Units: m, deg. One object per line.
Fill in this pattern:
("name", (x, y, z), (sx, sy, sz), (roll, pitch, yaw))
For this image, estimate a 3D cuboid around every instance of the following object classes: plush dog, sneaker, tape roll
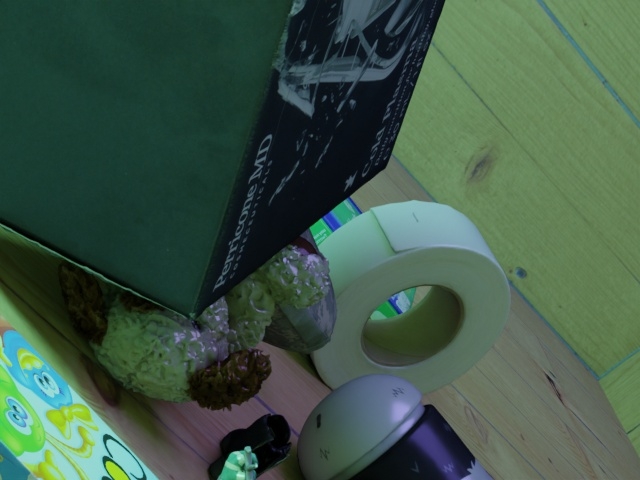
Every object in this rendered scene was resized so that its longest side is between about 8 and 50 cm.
("plush dog", (-0.148, 0.077, 1.704), (0.262, 0.210, 0.225), (24, 27, 4))
("sneaker", (-0.062, 0.210, 1.741), (0.051, 0.089, 0.170), (51, 12, -2))
("tape roll", (0.108, 0.084, 2.295), (0.286, 0.286, 0.100), (41, 16, -42))

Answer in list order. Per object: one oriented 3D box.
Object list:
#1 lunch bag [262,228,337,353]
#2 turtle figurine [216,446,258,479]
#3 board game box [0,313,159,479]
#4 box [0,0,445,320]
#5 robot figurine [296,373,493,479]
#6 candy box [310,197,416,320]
("lunch bag", (-0.098, -0.011, 1.988), (0.287, 0.169, 0.235), (58, -2, 29))
("turtle figurine", (-0.057, 0.274, 1.498), (0.175, 0.118, 0.234), (65, 13, 23))
("board game box", (-0.219, 0.170, 1.120), (0.275, 0.144, 0.142), (48, 13, -13))
("box", (-0.073, -0.258, 1.611), (0.297, 0.480, 0.472), (27, 28, 15))
("robot figurine", (0.095, 0.284, 1.932), (0.278, 0.173, 0.209), (51, -12, -2))
("candy box", (0.000, 0.000, 2.540), (0.317, 0.122, 0.268), (50, 12, -4))
